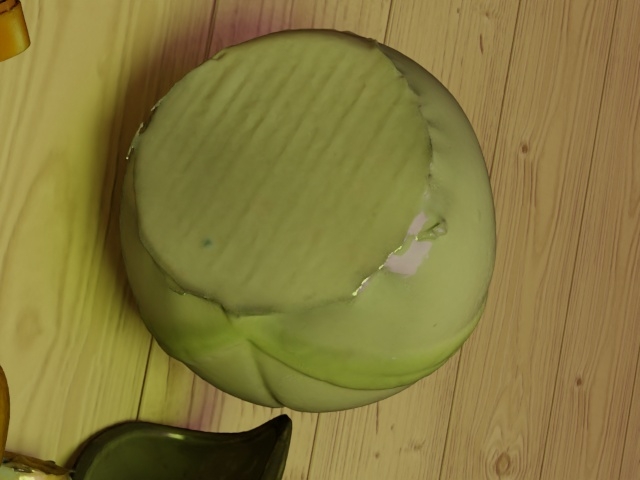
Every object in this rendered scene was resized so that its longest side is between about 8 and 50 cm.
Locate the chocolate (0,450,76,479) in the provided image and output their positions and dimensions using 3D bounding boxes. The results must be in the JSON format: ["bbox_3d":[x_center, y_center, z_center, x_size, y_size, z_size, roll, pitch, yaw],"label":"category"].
[{"bbox_3d":[-0.244,0.256,0.907,0.085,0.086,0.219,27,78,-51],"label":"chocolate"}]

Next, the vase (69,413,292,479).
[{"bbox_3d":[-0.109,0.304,0.930,0.329,0.241,0.302,-23,108,-71],"label":"vase"}]

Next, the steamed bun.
[{"bbox_3d":[0.000,0.000,1.024,0.309,0.309,0.309,-11,104,-51],"label":"steamed bun"}]

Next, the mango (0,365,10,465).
[{"bbox_3d":[-0.277,0.153,0.813,0.147,0.109,0.227,49,54,-33],"label":"mango"}]

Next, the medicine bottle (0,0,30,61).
[{"bbox_3d":[-0.251,-0.203,0.804,0.096,0.096,0.192,-35,123,-45],"label":"medicine bottle"}]
